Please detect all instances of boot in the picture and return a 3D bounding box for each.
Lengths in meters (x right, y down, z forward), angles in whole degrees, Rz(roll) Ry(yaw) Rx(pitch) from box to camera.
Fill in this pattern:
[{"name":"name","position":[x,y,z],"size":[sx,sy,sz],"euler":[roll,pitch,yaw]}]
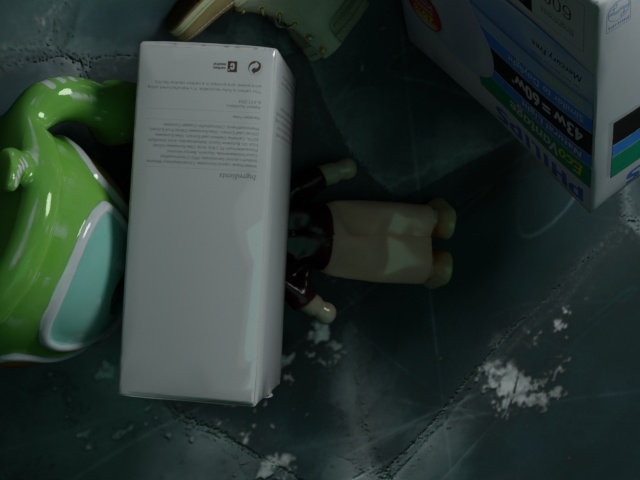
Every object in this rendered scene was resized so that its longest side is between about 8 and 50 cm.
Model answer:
[{"name":"boot","position":[-0.057,-0.265,1.321],"size":[0.213,0.077,0.165],"euler":[-43,121,-5]}]

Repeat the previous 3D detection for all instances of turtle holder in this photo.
[{"name":"turtle holder","position":[-0.312,-0.016,1.229],"size":[0.227,0.243,0.320],"euler":[28,55,-43]}]

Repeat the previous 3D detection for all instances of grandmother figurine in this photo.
[{"name":"grandmother figurine","position":[0.000,0.000,1.427],"size":[0.342,0.104,0.208],"euler":[7,77,-22]}]

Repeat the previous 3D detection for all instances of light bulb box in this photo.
[{"name":"light bulb box","position":[0.259,-0.289,1.220],"size":[0.225,0.358,0.361],"euler":[-35,149,-9]}]

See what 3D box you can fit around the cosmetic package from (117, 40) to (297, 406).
[{"name":"cosmetic package","position":[-0.115,-0.015,1.235],"size":[0.155,0.197,0.366],"euler":[4,88,5]}]
